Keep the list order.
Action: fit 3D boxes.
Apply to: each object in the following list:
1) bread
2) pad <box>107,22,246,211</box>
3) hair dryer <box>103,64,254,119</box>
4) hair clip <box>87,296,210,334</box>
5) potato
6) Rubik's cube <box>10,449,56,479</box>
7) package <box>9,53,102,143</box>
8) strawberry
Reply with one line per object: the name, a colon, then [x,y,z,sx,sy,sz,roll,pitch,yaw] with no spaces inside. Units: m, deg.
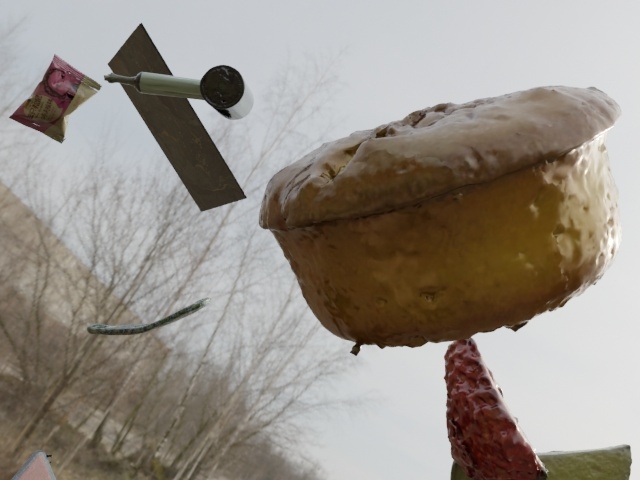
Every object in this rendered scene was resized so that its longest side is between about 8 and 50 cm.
bread: [0.091,-0.010,0.520,0.340,0.179,0.194,-12,-72,21]
pad: [-0.294,-0.225,1.211,0.247,0.007,0.368,-7,-63,58]
hair dryer: [-0.191,-0.206,0.813,0.197,0.057,0.100,9,1,0]
hair clip: [-0.311,0.147,1.110,0.066,0.229,0.036,-160,-123,-87]
potato: [0.323,0.406,0.962,0.255,0.269,0.112,22,-18,7]
Rubik's cube: [-0.419,0.472,0.797,0.229,0.233,0.228,31,-39,58]
package: [-0.275,-0.146,0.633,0.059,0.083,0.029,30,14,-43]
strawberry: [0.224,0.256,0.874,0.190,0.111,0.236,43,20,-59]
